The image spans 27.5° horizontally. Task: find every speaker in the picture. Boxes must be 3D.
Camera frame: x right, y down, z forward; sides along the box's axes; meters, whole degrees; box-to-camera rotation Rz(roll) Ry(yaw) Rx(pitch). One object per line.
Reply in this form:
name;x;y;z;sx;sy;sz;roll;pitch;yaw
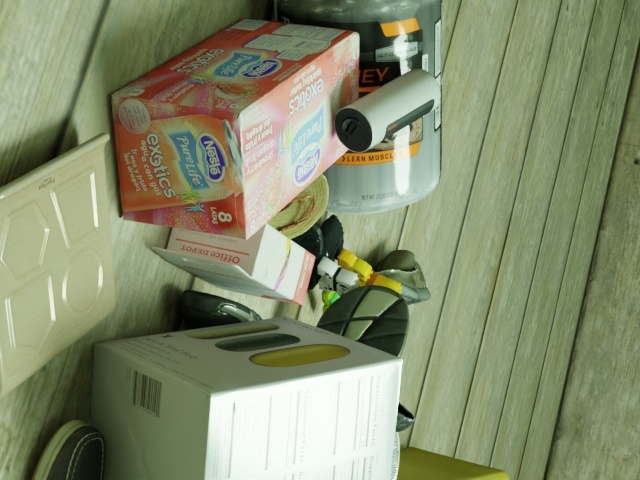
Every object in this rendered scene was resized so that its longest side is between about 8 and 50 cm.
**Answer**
speaker;0.076;-0.148;1.478;0.136;0.055;0.055;-33;130;-43

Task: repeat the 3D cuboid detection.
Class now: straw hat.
straw hat;-0.065;-0.066;1.595;0.061;0.145;0.144;-117;-170;-45

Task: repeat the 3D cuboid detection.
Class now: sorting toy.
sorting toy;-0.256;0.019;1.216;0.193;0.038;0.208;-42;141;-57

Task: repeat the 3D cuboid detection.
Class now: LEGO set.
LEGO set;0.060;0.087;1.856;0.087;0.093;0.227;-58;160;-29

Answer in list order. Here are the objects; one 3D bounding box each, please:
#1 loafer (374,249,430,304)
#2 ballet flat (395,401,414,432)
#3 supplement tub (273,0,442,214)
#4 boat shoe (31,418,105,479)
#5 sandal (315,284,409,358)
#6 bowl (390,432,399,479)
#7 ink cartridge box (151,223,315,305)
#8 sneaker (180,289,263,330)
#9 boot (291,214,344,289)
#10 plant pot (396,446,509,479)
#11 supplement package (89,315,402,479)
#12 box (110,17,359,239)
loafer;0.110;0.061;2.067;0.251;0.094;0.087;14;61;-77
ballet flat;0.087;0.215;2.011;0.173;0.049;0.057;59;24;-1
supplement tub;0.048;-0.220;1.622;0.207;0.207;0.338;-47;140;-54
boat shoe;-0.241;0.323;1.291;0.103;0.092;0.285;15;85;-68
sandal;0.030;0.202;1.746;0.086;0.120;0.302;62;46;-81
bowl;0.058;0.361;2.047;0.170;0.080;0.170;10;90;-68
ink cartridge box;-0.096;0.015;1.486;0.198;0.115;0.067;36;67;-66
sneaker;-0.117;0.149;1.537;0.228;0.086;0.132;51;54;-63
boot;0.000;0.000;1.809;0.099;0.045;0.121;-53;152;-44
plant pot;0.170;0.478;2.230;0.187;0.212;0.212;11;88;-54
supplement package;-0.081;0.208;1.381;0.263;0.199;0.198;-5;105;-43
box;-0.081;-0.130;1.418;0.300;0.154;0.142;-46;140;-56
